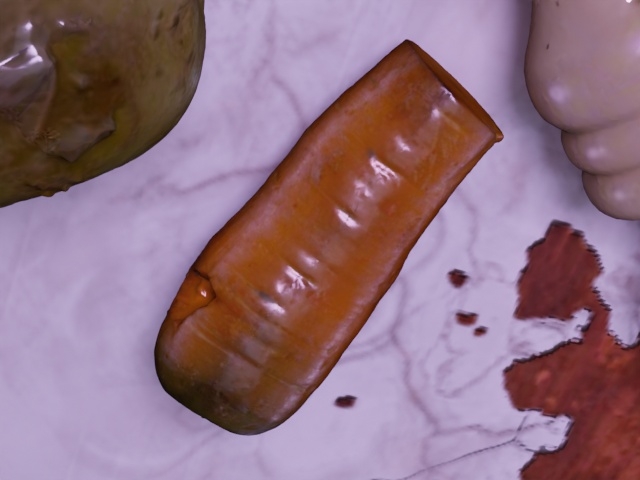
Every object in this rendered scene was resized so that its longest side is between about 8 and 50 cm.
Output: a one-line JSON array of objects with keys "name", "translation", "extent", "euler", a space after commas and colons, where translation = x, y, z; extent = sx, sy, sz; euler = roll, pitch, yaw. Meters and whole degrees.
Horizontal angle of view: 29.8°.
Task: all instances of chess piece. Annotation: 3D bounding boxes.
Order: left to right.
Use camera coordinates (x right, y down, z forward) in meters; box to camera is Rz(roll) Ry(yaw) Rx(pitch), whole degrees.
[{"name": "chess piece", "translation": [0.163, -0.055, 0.525], "extent": [0.139, 0.124, 0.307], "euler": [-19, 120, 42]}]

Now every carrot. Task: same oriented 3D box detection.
[{"name": "carrot", "translation": [0.000, 0.000, 0.549], "extent": [0.087, 0.087, 0.193], "euler": [34, 99, -21]}]

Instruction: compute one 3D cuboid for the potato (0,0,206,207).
[{"name": "potato", "translation": [-0.191, -0.098, 0.421], "extent": [0.307, 0.173, 0.210], "euler": [12, 119, -10]}]
